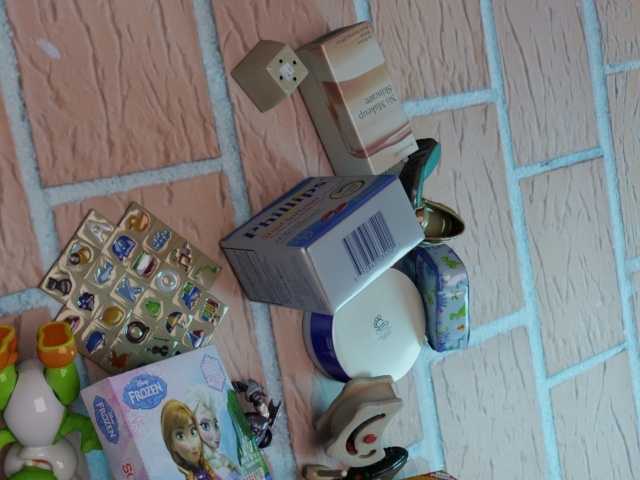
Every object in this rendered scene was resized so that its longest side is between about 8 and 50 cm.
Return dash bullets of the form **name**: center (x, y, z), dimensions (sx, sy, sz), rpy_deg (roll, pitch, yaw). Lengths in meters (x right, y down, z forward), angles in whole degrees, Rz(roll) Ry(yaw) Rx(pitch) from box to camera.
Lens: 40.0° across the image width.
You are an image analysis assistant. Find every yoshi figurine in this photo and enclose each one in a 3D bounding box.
- **yoshi figurine**: center (-0.456, 0.324, 1.396), dimensions (0.203, 0.204, 0.362), rpy_deg (-30, 129, -50)

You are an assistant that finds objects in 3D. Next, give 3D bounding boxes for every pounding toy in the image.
- **pounding toy**: center (0.090, 0.421, 1.829), dimensions (0.154, 0.155, 0.269), rpy_deg (14, 124, -32)

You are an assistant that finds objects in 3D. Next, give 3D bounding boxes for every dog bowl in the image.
- **dog bowl**: center (0.098, 0.181, 1.894), dimensions (0.265, 0.104, 0.264), rpy_deg (-1, 91, -36)

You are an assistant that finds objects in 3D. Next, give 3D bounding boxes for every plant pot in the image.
- **plant pot**: center (-0.090, -0.333, 1.751), dimensions (0.109, 0.096, 0.109), rpy_deg (50, 63, -26)

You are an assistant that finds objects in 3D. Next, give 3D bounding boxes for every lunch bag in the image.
- **lunch bag**: center (0.267, 0.127, 1.957), dimensions (0.090, 0.176, 0.219), rpy_deg (-9, 116, -8)

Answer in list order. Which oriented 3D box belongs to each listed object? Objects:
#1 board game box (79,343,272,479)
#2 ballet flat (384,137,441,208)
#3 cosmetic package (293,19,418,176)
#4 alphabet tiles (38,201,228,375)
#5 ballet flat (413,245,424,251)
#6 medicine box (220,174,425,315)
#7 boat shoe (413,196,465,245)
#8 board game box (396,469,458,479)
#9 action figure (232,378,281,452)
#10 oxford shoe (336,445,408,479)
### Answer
- **board game box**: center (-0.216, 0.349, 1.448), dimensions (0.318, 0.066, 0.319), rpy_deg (65, 22, 6)
- **ballet flat**: center (0.193, -0.145, 1.912), dimensions (0.280, 0.096, 0.095), rpy_deg (-58, 154, -59)
- **cosmetic package**: center (0.069, -0.290, 1.849), dimensions (0.153, 0.129, 0.296), rpy_deg (-36, 112, -31)
- **alphabet tiles**: center (-0.336, 0.107, 1.634), dimensions (0.342, 0.011, 0.285), rpy_deg (40, 69, -30)
- **ballet flat**: center (0.278, 0.061, 2.055), dimensions (0.168, 0.057, 0.052), rpy_deg (22, 86, -34)
- **medicine box**: center (0.000, 0.000, 1.704), dimensions (0.263, 0.289, 0.149), rpy_deg (-38, 114, -30)
- **boat shoe**: center (0.189, -0.057, 1.945), dimensions (0.324, 0.120, 0.122), rpy_deg (7, 87, -36)
- **board game box**: center (0.215, 0.735, 1.791), dimensions (0.356, 0.356, 0.356), rpy_deg (-1, 105, -36)
- **action figure**: center (-0.184, 0.343, 1.700), dimensions (0.285, 0.099, 0.185), rpy_deg (39, 62, -39)
- **oxford shoe**: center (0.107, 0.536, 1.931), dimensions (0.227, 0.083, 0.096), rpy_deg (-32, 120, -25)
